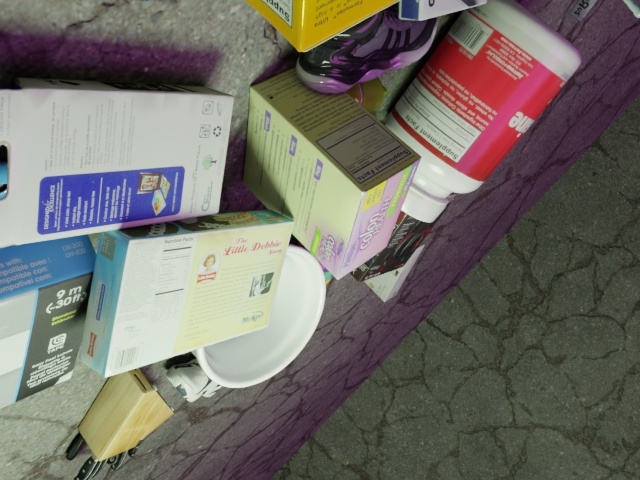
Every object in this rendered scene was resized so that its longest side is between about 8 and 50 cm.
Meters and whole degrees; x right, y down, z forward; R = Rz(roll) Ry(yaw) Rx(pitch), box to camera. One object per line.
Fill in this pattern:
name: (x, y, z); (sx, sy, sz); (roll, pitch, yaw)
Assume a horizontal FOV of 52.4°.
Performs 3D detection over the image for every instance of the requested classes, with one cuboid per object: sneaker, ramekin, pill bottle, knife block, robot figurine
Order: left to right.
knife block: (-0.426, 0.377, 1.305); (0.242, 0.088, 0.276); (-37, 158, -18)
sneaker: (-0.240, 0.275, 1.447); (0.153, 0.094, 0.235); (-45, 159, -2)
ramekin: (-0.136, 0.111, 1.171); (0.277, 0.135, 0.277); (-24, 129, -35)
robot figurine: (0.058, -0.241, 1.071); (0.115, 0.067, 0.101); (-21, 157, -44)
sneaker: (0.084, -0.320, 0.926); (0.268, 0.101, 0.153); (-33, 155, -27)
pill bottle: (0.270, -0.241, 1.229); (0.408, 0.229, 0.229); (-54, 157, 23)

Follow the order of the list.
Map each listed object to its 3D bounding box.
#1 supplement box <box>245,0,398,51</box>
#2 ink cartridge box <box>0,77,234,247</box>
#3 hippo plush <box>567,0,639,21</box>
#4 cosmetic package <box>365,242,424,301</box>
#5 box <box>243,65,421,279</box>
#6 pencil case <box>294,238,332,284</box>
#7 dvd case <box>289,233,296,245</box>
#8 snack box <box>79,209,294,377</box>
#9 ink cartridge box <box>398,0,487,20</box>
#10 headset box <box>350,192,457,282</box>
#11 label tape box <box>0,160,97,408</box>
supplement box: (0.003, -0.382, 0.545); (0.195, 0.194, 0.357); (-34, 157, -23)
ink cartridge box: (-0.242, -0.095, 0.739); (0.332, 0.065, 0.165); (-14, 121, -54)
hippo plush: (0.479, -0.566, 1.121); (0.294, 0.234, 0.237); (-52, 131, -22)
cosmetic package: (0.204, 0.065, 1.850); (0.060, 0.099, 0.239); (-25, 151, -34)
box: (0.005, -0.105, 0.986); (0.117, 0.243, 0.214); (-32, 155, -29)
pencil case: (0.000, 0.000, 1.239); (0.104, 0.104, 0.236); (-28, 152, -35)
dvd case: (0.007, -0.085, 1.246); (0.179, 0.030, 0.239); (-21, 150, -16)
snack box: (-0.172, 0.059, 0.914); (0.322, 0.060, 0.187); (-8, 118, -55)
ink cartridge box: (0.191, -0.428, 0.878); (0.224, 0.045, 0.223); (-30, 129, -37)
headset box: (0.190, -0.054, 1.588); (0.218, 0.110, 0.293); (-13, 143, -52)
label tape box: (-0.403, 0.075, 0.767); (0.249, 0.115, 0.348); (-20, 150, -47)
